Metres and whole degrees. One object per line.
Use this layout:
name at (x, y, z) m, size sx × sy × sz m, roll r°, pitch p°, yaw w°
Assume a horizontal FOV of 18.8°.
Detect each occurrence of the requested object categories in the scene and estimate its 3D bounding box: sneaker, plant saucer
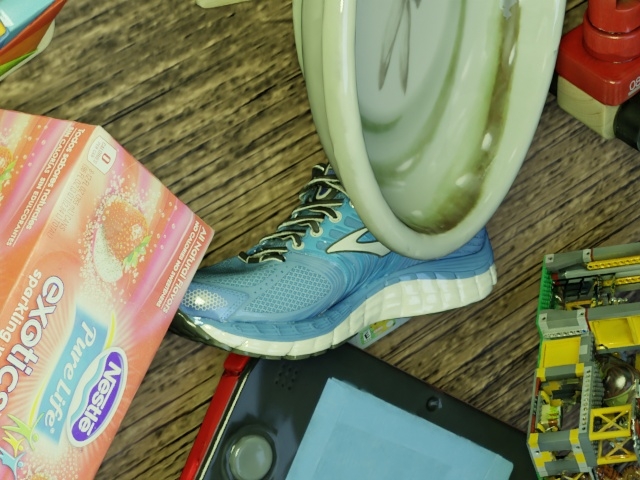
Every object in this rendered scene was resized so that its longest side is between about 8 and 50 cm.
sneaker at (0.000, 0.000, 1.553) m, size 0.330 × 0.130 × 0.147 m, roll -17°, pitch 109°, yaw -38°
plant saucer at (0.071, -0.188, 1.448) m, size 0.400 × 0.100 × 0.400 m, roll -32°, pitch 127°, yaw -56°

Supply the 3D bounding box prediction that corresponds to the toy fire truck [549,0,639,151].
toy fire truck at (0.285, -0.238, 1.650) m, size 0.217 × 0.158 × 0.246 m, roll -33°, pitch 142°, yaw -23°

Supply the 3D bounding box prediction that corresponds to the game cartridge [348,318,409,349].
game cartridge at (0.044, 0.062, 1.684) m, size 0.083 × 0.017 × 0.056 m, roll -32°, pitch 127°, yaw -25°

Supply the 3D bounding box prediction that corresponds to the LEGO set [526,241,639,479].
LEGO set at (0.310, 0.150, 1.751) m, size 0.331 × 0.192 × 0.255 m, roll -69°, pitch 145°, yaw -55°

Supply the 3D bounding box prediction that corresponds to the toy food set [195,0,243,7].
toy food set at (-0.033, -0.261, 1.412) m, size 0.132 × 0.038 × 0.192 m, roll -19°, pitch 125°, yaw -33°

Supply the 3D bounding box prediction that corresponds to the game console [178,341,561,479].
game console at (0.027, 0.280, 1.660) m, size 0.386 × 0.060 × 0.342 m, roll 28°, pitch 77°, yaw -33°

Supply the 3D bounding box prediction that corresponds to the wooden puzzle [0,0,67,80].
wooden puzzle at (-0.237, -0.109, 1.218) m, size 0.221 × 0.044 × 0.238 m, roll -38°, pitch 178°, yaw -19°

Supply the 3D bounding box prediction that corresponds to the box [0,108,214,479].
box at (-0.220, 0.076, 1.313) m, size 0.154 × 0.142 × 0.300 m, roll 45°, pitch 65°, yaw -46°
